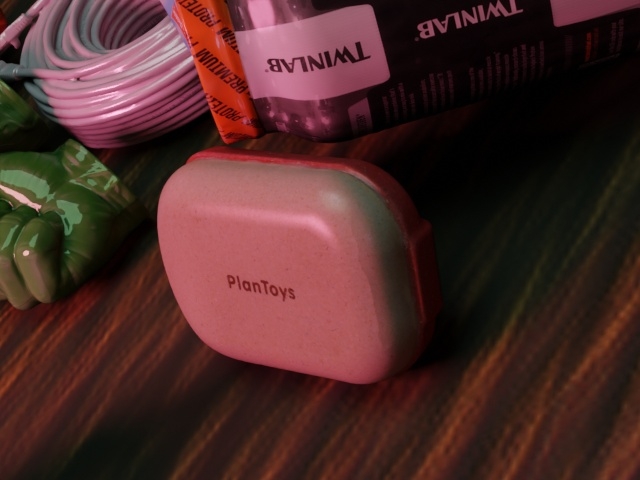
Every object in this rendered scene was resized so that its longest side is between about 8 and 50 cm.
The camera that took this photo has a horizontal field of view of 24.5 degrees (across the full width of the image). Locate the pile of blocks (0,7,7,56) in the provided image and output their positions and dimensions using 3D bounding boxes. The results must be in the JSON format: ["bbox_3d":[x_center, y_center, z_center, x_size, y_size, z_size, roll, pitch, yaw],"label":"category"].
[{"bbox_3d":[-0.383,-0.097,1.411,0.113,0.149,0.362,22,70,-1],"label":"pile of blocks"}]

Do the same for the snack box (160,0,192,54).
[{"bbox_3d":[-0.079,-0.288,1.237,0.187,0.060,0.322,-13,55,-27],"label":"snack box"}]

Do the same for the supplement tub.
[{"bbox_3d":[0.071,-0.191,1.013,0.338,0.207,0.207,-18,41,0],"label":"supplement tub"}]

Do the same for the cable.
[{"bbox_3d":[-0.148,-0.193,1.324,0.257,0.089,0.257,-48,42,-14],"label":"cable"}]

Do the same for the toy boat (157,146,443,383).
[{"bbox_3d":[0.000,0.000,1.014,0.231,0.151,0.151,9,27,40],"label":"toy boat"}]

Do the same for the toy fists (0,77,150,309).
[{"bbox_3d":[-0.276,-0.047,1.240,0.142,0.096,0.279,-47,56,-9],"label":"toy fists"}]
